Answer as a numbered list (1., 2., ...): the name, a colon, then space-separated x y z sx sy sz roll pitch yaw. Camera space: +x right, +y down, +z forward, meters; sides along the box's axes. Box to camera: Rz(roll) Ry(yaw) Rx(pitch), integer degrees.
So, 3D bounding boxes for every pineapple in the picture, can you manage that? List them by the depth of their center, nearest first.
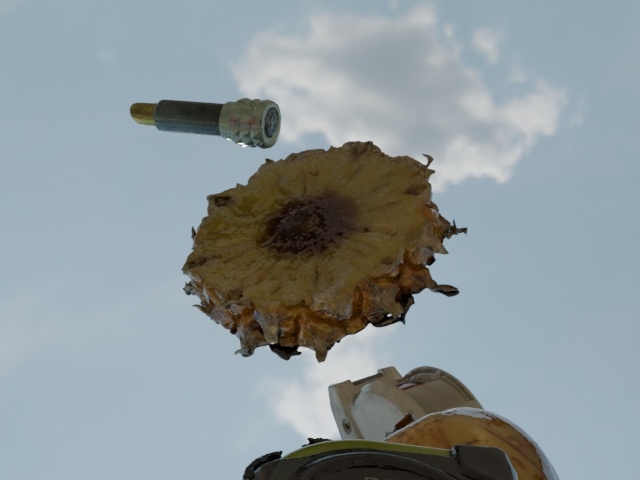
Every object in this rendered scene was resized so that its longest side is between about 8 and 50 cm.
1. pineapple: 0.000 0.000 0.969 0.221 0.047 0.221 -12 -137 12

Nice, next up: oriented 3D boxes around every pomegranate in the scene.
1. pomegranate: 0.117 0.252 1.229 0.215 0.215 0.215 -1 -149 0

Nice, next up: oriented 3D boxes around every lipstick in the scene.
1. lipstick: -0.088 -0.089 1.002 0.116 0.037 0.037 6 -149 24

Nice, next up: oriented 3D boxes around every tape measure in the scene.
1. tape measure: 0.036 0.194 0.793 0.186 0.112 0.199 10 -158 -9
2. tape measure: 0.128 0.293 1.804 0.130 0.258 0.265 -13 175 -29
